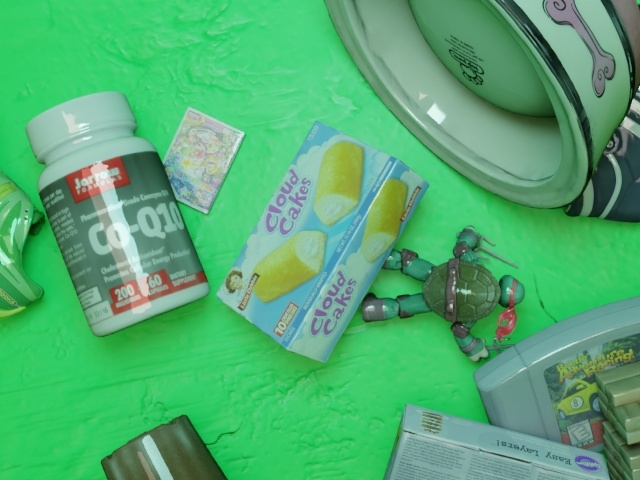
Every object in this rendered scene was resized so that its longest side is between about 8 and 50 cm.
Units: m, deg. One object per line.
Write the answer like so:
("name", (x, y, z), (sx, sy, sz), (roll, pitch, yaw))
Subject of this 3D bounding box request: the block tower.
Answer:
("block tower", (0.407, 0.315, 1.087), (0.097, 0.091, 0.336), (-14, 108, 0))

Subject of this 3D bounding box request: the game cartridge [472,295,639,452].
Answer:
("game cartridge", (0.347, 0.174, 1.120), (0.294, 0.060, 0.196), (-22, 118, 3))

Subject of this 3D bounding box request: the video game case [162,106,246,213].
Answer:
("video game case", (-0.165, -0.109, 1.221), (0.087, 0.011, 0.122), (25, 91, 3))

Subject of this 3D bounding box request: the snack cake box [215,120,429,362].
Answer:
("snack cake box", (0.000, 0.000, 1.137), (0.152, 0.089, 0.264), (30, 91, 38))

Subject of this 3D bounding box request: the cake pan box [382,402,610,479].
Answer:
("cake pan box", (0.202, 0.348, 1.124), (0.266, 0.070, 0.246), (13, 116, 5))

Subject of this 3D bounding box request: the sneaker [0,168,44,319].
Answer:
("sneaker", (-0.437, -0.043, 1.205), (0.123, 0.109, 0.296), (-11, 87, -19))

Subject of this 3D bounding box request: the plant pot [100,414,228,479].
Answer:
("plant pot", (-0.189, 0.324, 1.153), (0.167, 0.167, 0.165), (-30, 79, 3))

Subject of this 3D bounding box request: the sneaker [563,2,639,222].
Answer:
("sneaker", (0.364, -0.161, 1.145), (0.153, 0.099, 0.282), (-1, 92, 2))

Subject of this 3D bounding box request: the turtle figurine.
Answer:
("turtle figurine", (0.173, 0.060, 1.150), (0.234, 0.118, 0.175), (6, 79, 13))

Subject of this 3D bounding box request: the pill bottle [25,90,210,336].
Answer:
("pill bottle", (-0.263, -0.034, 1.151), (0.161, 0.161, 0.283), (-22, 89, 3))

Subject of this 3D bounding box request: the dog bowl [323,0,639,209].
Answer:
("dog bowl", (0.186, -0.234, 1.021), (0.150, 0.408, 0.408), (-44, 87, -12))
